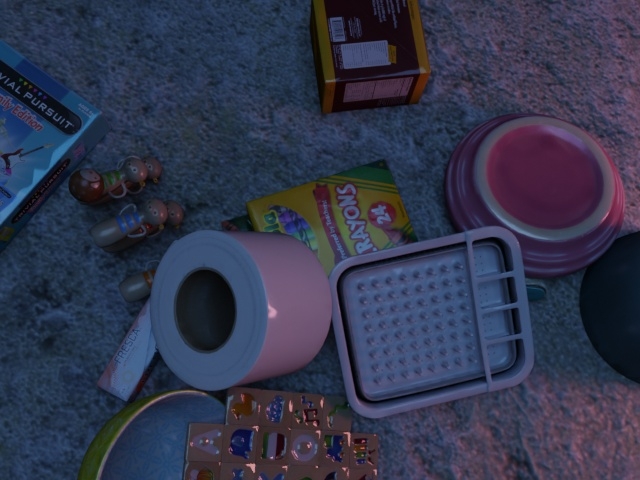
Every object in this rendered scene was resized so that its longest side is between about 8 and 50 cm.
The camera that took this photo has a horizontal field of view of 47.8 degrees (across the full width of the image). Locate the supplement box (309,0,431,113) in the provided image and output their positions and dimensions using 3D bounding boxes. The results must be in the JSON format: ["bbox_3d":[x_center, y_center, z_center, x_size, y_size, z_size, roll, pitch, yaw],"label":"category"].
[{"bbox_3d":[0.088,-0.361,1.359,0.194,0.129,0.191,-6,75,-5],"label":"supplement box"}]

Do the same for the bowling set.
[{"bbox_3d":[-0.313,-0.057,1.203,0.154,0.200,0.287,-25,68,-12],"label":"bowling set"}]

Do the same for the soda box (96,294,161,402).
[{"bbox_3d":[-0.303,0.183,1.232,0.063,0.058,0.183,28,76,4],"label":"soda box"}]

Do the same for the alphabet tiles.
[{"bbox_3d":[-0.056,0.384,1.139,0.343,0.011,0.285,12,74,-28],"label":"alphabet tiles"}]

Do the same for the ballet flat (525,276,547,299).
[{"bbox_3d":[0.325,0.075,1.305,0.168,0.057,0.052,9,46,-4],"label":"ballet flat"}]

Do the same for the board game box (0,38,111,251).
[{"bbox_3d":[-0.591,-0.164,1.297,0.254,0.079,0.336,35,77,6],"label":"board game box"}]

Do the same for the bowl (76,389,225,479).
[{"bbox_3d":[-0.267,0.371,1.118,0.156,0.289,0.289,-5,70,41],"label":"bowl"}]

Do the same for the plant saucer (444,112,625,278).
[{"bbox_3d":[0.395,-0.099,1.310,0.332,0.084,0.332,0,68,-1],"label":"plant saucer"}]

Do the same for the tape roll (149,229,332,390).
[{"bbox_3d":[-0.127,0.105,1.146,0.246,0.169,0.246,0,90,34],"label":"tape roll"}]

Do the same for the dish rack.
[{"bbox_3d":[0.183,0.132,1.224,0.333,0.072,0.285,-12,101,-8],"label":"dish rack"}]

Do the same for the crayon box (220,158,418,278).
[{"bbox_3d":[0.000,0.000,1.285,0.319,0.081,0.202,-19,78,-7],"label":"crayon box"}]

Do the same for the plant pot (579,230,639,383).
[{"bbox_3d":[0.625,0.096,1.214,0.293,0.235,0.292,1,76,-3],"label":"plant pot"}]
